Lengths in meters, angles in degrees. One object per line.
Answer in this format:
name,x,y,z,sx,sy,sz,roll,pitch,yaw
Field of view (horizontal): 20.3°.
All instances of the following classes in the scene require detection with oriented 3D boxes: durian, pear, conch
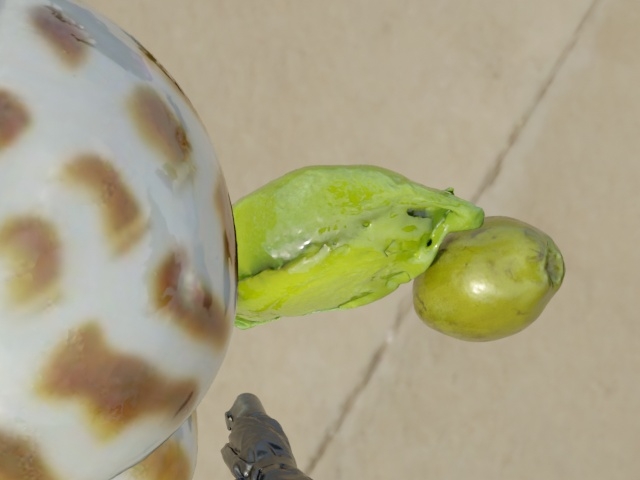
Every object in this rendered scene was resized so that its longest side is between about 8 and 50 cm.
durian,0.000,0.000,1.443,0.139,0.250,0.101,19,52,-49
pear,0.138,0.031,1.476,0.107,0.131,0.107,24,56,-43
conch,-0.106,0.026,0.689,0.149,0.275,0.183,10,15,8

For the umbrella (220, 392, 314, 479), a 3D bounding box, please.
umbrella,-0.044,0.198,1.540,0.066,0.059,0.235,29,10,-21
